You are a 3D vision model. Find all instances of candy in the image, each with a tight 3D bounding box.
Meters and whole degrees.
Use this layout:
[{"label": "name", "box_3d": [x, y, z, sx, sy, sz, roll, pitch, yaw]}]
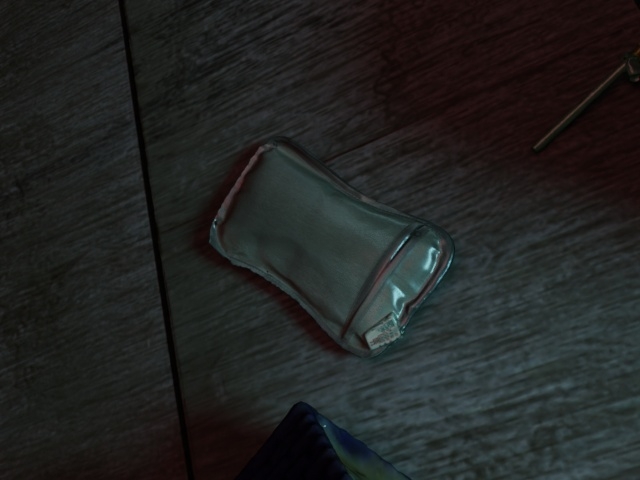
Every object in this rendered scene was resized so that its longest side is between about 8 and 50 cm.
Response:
[{"label": "candy", "box_3d": [0.247, -0.145, 0.610, 0.201, 0.060, 0.060, -46, 59, 12]}]

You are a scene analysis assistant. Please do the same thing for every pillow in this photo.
[{"label": "pillow", "box_3d": [0.000, 0.000, 0.662, 0.233, 0.038, 0.130, 33, 89, 31]}]

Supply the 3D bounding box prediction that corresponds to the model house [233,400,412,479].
[{"label": "model house", "box_3d": [-0.019, 0.234, 0.425, 0.280, 0.312, 0.245, 39, 92, 29]}]
